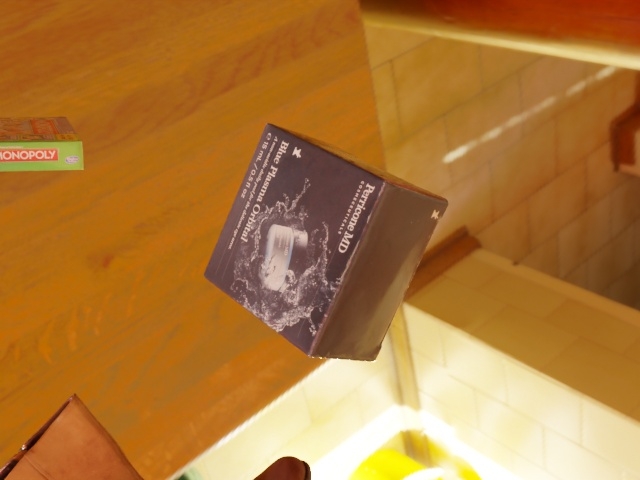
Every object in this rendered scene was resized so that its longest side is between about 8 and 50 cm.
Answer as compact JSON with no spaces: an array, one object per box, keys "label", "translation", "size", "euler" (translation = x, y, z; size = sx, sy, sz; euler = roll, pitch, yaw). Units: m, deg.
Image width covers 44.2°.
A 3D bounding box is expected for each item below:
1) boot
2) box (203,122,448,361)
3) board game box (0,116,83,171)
[{"label":"boot","translation":[-0.176,0.263,0.847],"size":[0.264,0.096,0.280],"euler":[-41,108,-7]},{"label":"box","translation":[0.000,0.000,0.689],"size":[0.093,0.158,0.156],"euler":[13,103,-48]},{"label":"board game box","translation":[-0.500,-0.157,1.251],"size":[0.213,0.317,0.046],"euler":[-5,106,-21]}]
